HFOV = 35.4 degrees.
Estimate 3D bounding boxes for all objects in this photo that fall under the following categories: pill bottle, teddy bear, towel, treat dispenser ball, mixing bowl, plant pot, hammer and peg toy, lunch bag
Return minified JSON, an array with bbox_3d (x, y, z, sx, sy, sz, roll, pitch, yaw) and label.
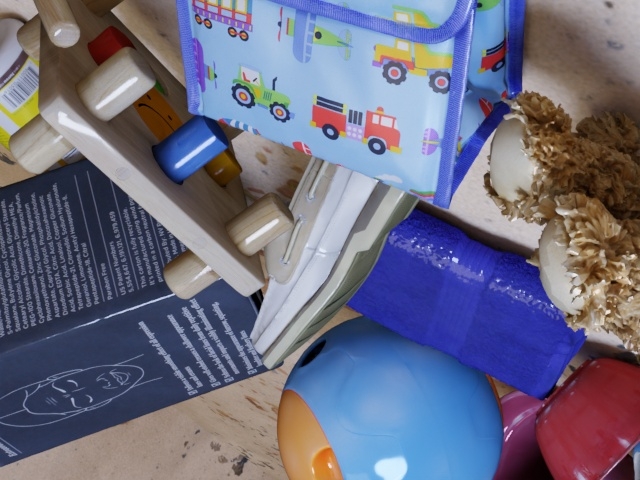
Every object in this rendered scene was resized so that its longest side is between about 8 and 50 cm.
[{"bbox_3d":[-0.321,-0.146,1.164,0.117,0.117,0.215,9,151,42],"label":"pill bottle"},{"bbox_3d":[0.235,0.014,0.702,0.113,0.245,0.338,-38,122,21],"label":"teddy bear"},{"bbox_3d":[0.139,0.047,1.089,0.308,0.076,0.227,25,152,12],"label":"towel"},{"bbox_3d":[0.087,0.236,1.274,0.288,0.288,0.288,25,159,11],"label":"treat dispenser ball"},{"bbox_3d":[0.302,0.196,1.104,0.098,0.181,0.181,43,164,19],"label":"mixing bowl"},{"bbox_3d":[0.318,0.315,1.321,0.180,0.201,0.201,24,165,-31],"label":"plant pot"},{"bbox_3d":[-0.178,-0.126,0.842,0.361,0.127,0.266,45,-163,-38],"label":"hammer and peg toy"},{"bbox_3d":[0.017,-0.193,0.649,0.221,0.138,0.293,22,146,21],"label":"lunch bag"}]

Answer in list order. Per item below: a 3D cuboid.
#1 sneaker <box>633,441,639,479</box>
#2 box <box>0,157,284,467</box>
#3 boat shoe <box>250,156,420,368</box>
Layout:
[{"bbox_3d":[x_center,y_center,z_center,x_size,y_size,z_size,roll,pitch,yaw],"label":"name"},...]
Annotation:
[{"bbox_3d":[0.416,0.234,1.129,0.085,0.086,0.237,24,158,10],"label":"sneaker"},{"bbox_3d":[-0.278,0.078,1.205,0.293,0.396,0.212,75,175,-62],"label":"box"},{"bbox_3d":[0.000,0.000,0.981,0.103,0.113,0.302,41,123,11],"label":"boat shoe"}]
